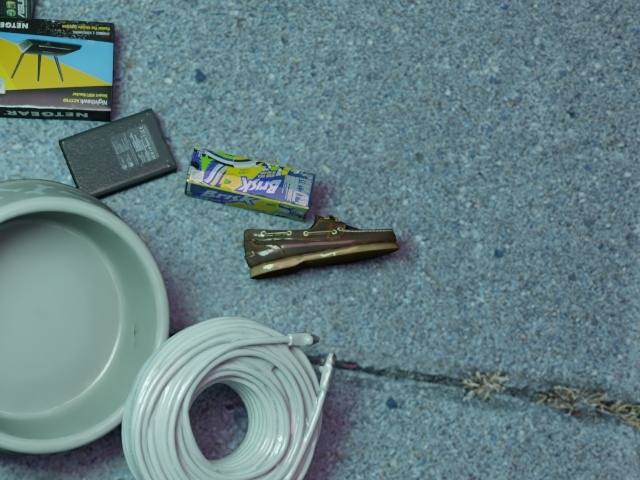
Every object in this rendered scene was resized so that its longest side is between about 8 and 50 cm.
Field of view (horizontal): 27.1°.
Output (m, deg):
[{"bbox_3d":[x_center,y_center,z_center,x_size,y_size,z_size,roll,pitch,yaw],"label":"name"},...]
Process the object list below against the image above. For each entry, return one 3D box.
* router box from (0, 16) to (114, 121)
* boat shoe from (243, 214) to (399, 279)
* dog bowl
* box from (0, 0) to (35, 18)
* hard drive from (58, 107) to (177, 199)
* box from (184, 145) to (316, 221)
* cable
[{"bbox_3d":[-0.371,-0.233,1.800,0.179,0.046,0.133,1,73,-8],"label":"router box"},{"bbox_3d":[0.000,0.000,1.768,0.207,0.073,0.073,-8,76,-11],"label":"boat shoe"},{"bbox_3d":[-0.340,0.099,1.602,0.349,0.102,0.348,-1,93,-29],"label":"dog bowl"},{"bbox_3d":[-0.474,-0.387,1.762,0.184,0.190,0.045,6,43,-5],"label":"box"},{"bbox_3d":[-0.274,-0.114,1.790,0.135,0.022,0.094,-21,77,-14],"label":"hard drive"},{"bbox_3d":[-0.096,-0.075,1.785,0.169,0.059,0.054,13,71,-4],"label":"box"},{"bbox_3d":[-0.120,0.221,1.628,0.257,0.089,0.257,15,83,-29],"label":"cable"}]
